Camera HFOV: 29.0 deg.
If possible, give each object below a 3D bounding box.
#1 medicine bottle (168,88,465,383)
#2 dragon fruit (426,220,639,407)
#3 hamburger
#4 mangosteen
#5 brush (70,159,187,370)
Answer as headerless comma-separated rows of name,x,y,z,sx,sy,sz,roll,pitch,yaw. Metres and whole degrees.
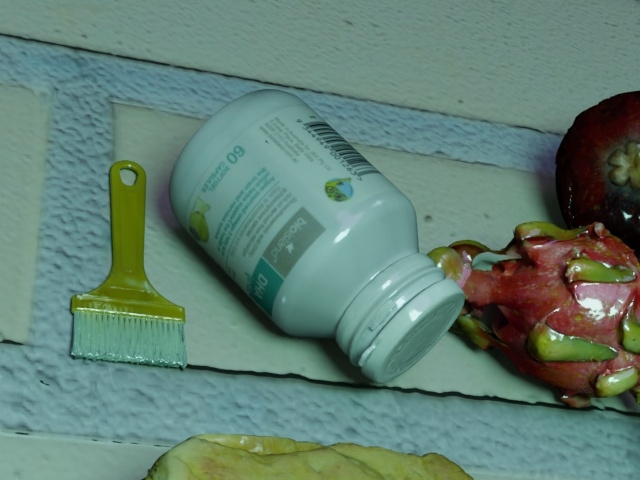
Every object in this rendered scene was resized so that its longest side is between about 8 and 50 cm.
medicine bottle,0.000,0.000,0.915,0.135,0.135,0.215,-27,63,-39
dragon fruit,0.179,0.049,0.956,0.207,0.133,0.150,21,43,11
hamburger,-0.020,0.185,0.753,0.262,0.124,0.131,9,27,-21
mangosteen,0.292,-0.050,1.085,0.166,0.166,0.180,43,22,19
brush,-0.145,0.011,0.934,0.083,0.011,0.205,7,45,-16
